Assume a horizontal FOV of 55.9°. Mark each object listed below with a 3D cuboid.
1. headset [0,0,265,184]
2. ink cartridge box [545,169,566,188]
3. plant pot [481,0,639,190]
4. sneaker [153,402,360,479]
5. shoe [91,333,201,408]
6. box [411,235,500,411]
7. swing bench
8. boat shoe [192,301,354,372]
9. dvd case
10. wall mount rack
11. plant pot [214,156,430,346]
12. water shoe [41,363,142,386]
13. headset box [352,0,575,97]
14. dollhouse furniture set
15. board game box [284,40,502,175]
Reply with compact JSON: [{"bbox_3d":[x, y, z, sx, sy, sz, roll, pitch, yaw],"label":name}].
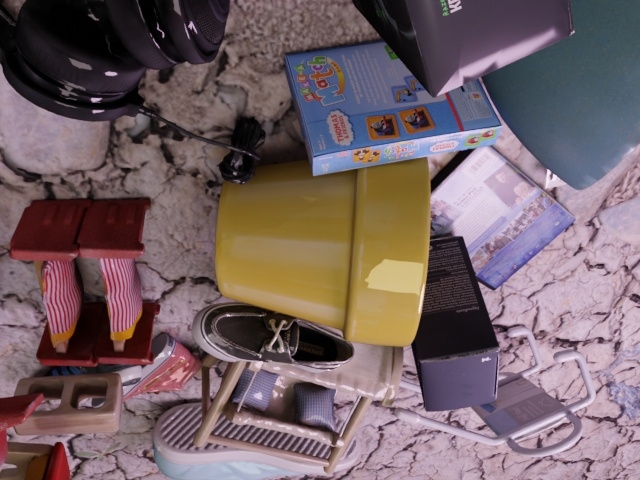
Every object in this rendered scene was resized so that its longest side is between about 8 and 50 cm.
[{"bbox_3d":[-0.186,-0.218,0.605,0.243,0.185,0.394,-23,120,24],"label":"headset"},{"bbox_3d":[0.368,-0.111,0.895,0.083,0.028,0.048,-14,129,-5],"label":"ink cartridge box"},{"bbox_3d":[0.281,-0.227,0.655,0.195,0.290,0.290,32,119,7],"label":"plant pot"},{"bbox_3d":[-0.116,0.375,1.090,0.366,0.135,0.150,10,132,-11],"label":"sneaker"},{"bbox_3d":[-0.276,0.225,0.960,0.178,0.063,0.081,-39,124,11],"label":"shoe"},{"bbox_3d":[0.184,0.122,0.894,0.108,0.207,0.153,-10,137,5],"label":"box"},{"bbox_3d":[-0.033,0.207,0.947,0.253,0.165,0.255,21,120,-26],"label":"swing bench"},{"bbox_3d":[-0.056,0.124,0.788,0.219,0.078,0.070,16,158,-29],"label":"boat shoe"},{"bbox_3d":[0.256,-0.031,0.933,0.253,0.022,0.180,29,116,-32],"label":"dvd case"},{"bbox_3d":[0.267,0.254,1.020,0.304,0.350,0.130,-21,93,-2],"label":"wall mount rack"},{"bbox_3d":[0.000,0.000,0.759,0.239,0.254,0.254,3,127,0],"label":"plant pot"},{"bbox_3d":[-0.357,0.191,0.917,0.203,0.080,0.073,-13,170,19],"label":"water shoe"},{"bbox_3d":[0.082,-0.296,0.512,0.131,0.283,0.246,-24,129,4],"label":"headset box"},{"bbox_3d":[-0.281,0.136,0.694,0.152,0.374,0.201,0,129,-9],"label":"dollhouse furniture set"},{"bbox_3d":[0.077,-0.163,0.693,0.211,0.160,0.039,-10,149,-8],"label":"board game box"}]
